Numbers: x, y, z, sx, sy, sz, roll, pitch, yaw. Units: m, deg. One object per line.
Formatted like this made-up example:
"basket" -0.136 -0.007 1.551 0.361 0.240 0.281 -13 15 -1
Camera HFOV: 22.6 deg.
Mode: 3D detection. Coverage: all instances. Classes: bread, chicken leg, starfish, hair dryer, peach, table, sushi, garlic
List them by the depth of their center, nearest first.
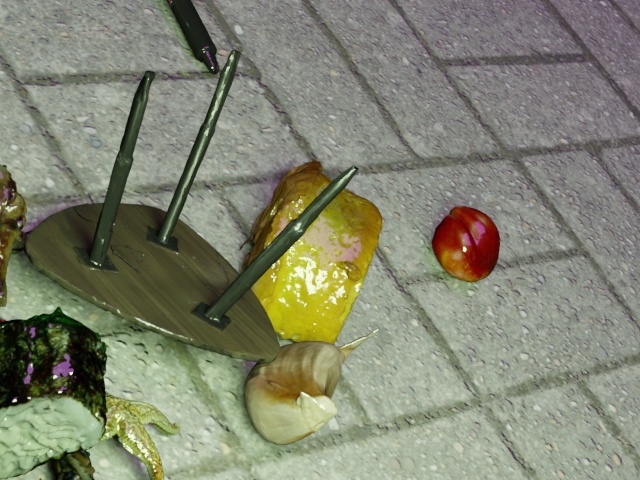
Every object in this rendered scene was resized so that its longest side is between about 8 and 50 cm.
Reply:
"sushi" -0.313 0.154 1.557 0.124 0.225 0.127 57 18 -48
"starfish" -0.229 0.183 1.698 0.223 0.050 0.217 18 16 -49
"chicken leg" -0.376 -0.002 1.792 0.125 0.080 0.196 -10 63 -32
"table" -0.148 -0.059 1.797 0.317 0.249 0.317 25 21 -10
"garlic" -0.014 0.162 1.844 0.090 0.129 0.198 67 27 -11
"bread" -0.003 0.001 2.014 0.160 0.147 0.260 30 37 -3
"peach" 0.206 0.007 2.214 0.101 0.100 0.100 21 39 -19
"hair dryer" -0.187 -0.342 2.308 0.114 0.070 0.248 -8 58 -42

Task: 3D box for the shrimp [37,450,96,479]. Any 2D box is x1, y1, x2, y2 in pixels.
"shrimp" -0.155 0.356 1.585 0.233 0.071 0.365 12 37 -46

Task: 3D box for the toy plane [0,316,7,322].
"toy plane" -0.361 0.120 1.696 0.060 0.037 0.145 44 32 -6
